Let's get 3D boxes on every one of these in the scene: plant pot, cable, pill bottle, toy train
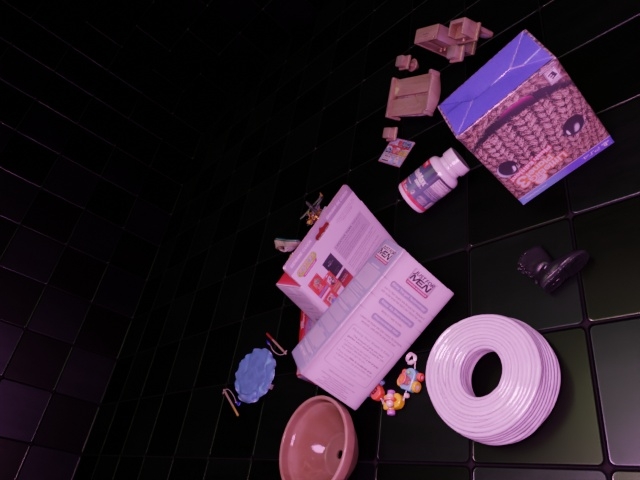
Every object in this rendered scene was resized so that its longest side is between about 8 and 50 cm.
[{"bbox_3d":[0.014,0.513,1.172,0.237,0.109,0.238,-33,40,33],"label":"plant pot"},{"bbox_3d":[0.336,0.269,0.961,0.257,0.089,0.257,-49,33,14],"label":"cable"},{"bbox_3d":[0.319,-0.171,1.339,0.180,0.107,0.108,-40,36,25],"label":"pill bottle"},{"bbox_3d":[0.171,0.345,1.160,0.166,0.046,0.125,-47,34,18],"label":"toy train"}]

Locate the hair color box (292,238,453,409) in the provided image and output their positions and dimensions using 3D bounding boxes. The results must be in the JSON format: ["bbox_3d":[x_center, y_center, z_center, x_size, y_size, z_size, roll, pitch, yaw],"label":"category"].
[{"bbox_3d":[0.124,0.203,1.170,0.375,0.185,0.113,-50,21,2],"label":"hair color box"}]

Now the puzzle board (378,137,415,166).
[{"bbox_3d":[0.255,-0.302,1.624,0.097,0.011,0.128,-57,32,2],"label":"puzzle board"}]

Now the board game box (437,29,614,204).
[{"bbox_3d":[0.451,-0.259,1.060,0.232,0.290,0.141,-40,37,27],"label":"board game box"}]

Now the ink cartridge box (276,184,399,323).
[{"bbox_3d":[0.036,0.047,1.319,0.130,0.272,0.310,-2,45,54],"label":"ink cartridge box"}]

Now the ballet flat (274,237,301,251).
[{"bbox_3d":[-0.125,0.019,1.844,0.168,0.057,0.053,6,96,59],"label":"ballet flat"}]

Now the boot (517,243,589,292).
[{"bbox_3d":[0.482,0.042,1.001,0.121,0.045,0.099,-47,30,17],"label":"boot"}]

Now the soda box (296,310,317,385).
[{"bbox_3d":[-0.004,0.281,1.408,0.083,0.092,0.264,-30,41,36],"label":"soda box"}]

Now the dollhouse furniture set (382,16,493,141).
[{"bbox_3d":[0.386,-0.490,1.558,0.303,0.173,0.356,19,101,58],"label":"dollhouse furniture set"}]

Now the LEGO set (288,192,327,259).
[{"bbox_3d":[0.000,0.000,1.545,0.255,0.192,0.331,-55,32,4],"label":"LEGO set"}]

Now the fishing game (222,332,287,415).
[{"bbox_3d":[-0.213,0.451,1.601,0.264,0.041,0.189,-54,40,-5],"label":"fishing game"}]
